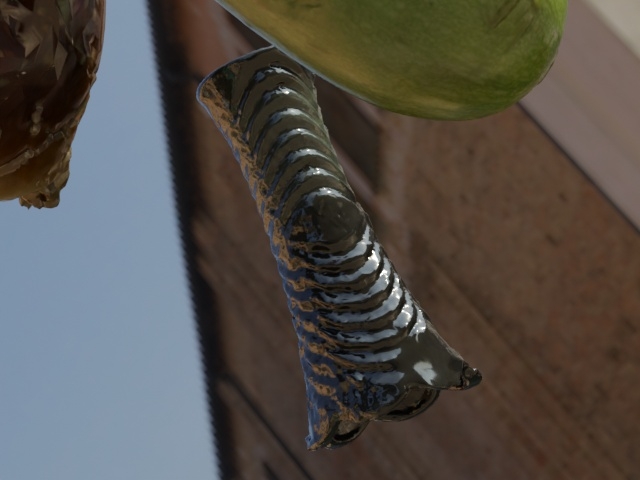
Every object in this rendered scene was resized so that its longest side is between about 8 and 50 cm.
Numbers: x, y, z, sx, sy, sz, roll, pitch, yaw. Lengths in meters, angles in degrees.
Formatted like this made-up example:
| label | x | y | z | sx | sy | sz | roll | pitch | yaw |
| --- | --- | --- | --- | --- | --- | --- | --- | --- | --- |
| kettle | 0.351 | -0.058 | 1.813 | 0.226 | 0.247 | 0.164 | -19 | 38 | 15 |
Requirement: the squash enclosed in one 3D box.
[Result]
| label | x | y | z | sx | sy | sz | roll | pitch | yaw |
| --- | --- | --- | --- | --- | --- | --- | --- | --- | --- |
| squash | -0.052 | -0.176 | 0.755 | 0.118 | 0.370 | 0.118 | -52 | 11 | 14 |

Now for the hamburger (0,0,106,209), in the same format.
| label | x | y | z | sx | sy | sz | roll | pitch | yaw |
| --- | --- | --- | --- | --- | --- | --- | --- | --- | --- |
| hamburger | -0.219 | -0.136 | 0.945 | 0.243 | 0.146 | 0.286 | -49 | -41 | -46 |

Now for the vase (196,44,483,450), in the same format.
| label | x | y | z | sx | sy | sz | roll | pitch | yaw |
| --- | --- | --- | --- | --- | --- | --- | --- | --- | --- |
| vase | 0.000 | 0.000 | 1.087 | 0.115 | 0.237 | 0.115 | -23 | -10 | -4 |
